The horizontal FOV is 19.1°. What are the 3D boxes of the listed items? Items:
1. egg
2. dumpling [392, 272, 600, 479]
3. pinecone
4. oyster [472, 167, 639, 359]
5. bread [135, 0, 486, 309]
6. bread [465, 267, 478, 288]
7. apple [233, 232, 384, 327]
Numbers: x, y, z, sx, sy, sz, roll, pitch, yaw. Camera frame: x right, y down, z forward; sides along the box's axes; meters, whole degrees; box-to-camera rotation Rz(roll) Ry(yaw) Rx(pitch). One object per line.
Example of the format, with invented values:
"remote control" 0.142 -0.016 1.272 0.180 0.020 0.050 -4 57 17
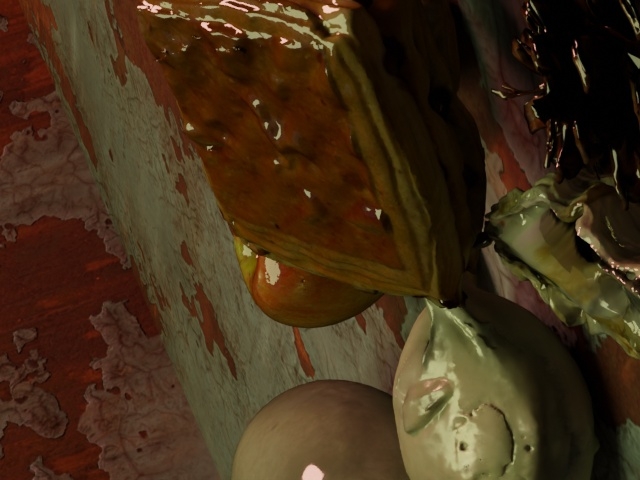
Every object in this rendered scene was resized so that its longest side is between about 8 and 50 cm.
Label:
"egg" 0.027 0.294 2.177 0.352 0.259 0.258 -137 31 -62
"dumpling" 0.174 0.155 1.770 0.243 0.187 0.318 -30 -67 -66
"pinecone" 0.212 -0.113 1.156 0.221 0.221 0.221 161 90 -75
"oyster" 0.229 0.015 1.470 0.201 0.107 0.354 43 170 -25
"bread" 0.017 -0.110 1.552 0.277 0.167 0.324 18 144 41
"bread" 0.116 0.016 1.919 0.187 0.065 0.149 63 174 18
"apple" 0.000 0.000 2.077 0.196 0.196 0.196 161 90 -75
